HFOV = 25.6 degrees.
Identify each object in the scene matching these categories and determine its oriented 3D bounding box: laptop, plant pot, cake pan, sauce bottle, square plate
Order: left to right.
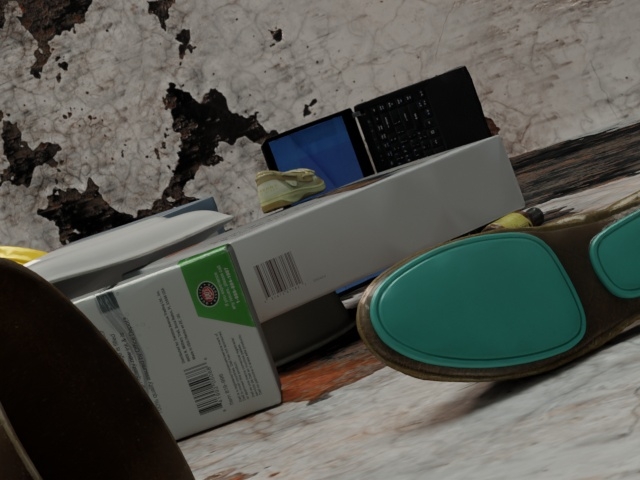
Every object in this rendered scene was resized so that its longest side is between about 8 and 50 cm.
[{"bbox_3d":[-0.203,0.160,0.720,0.230,0.215,0.215,-33,3,7],"label":"plant pot"},{"bbox_3d":[-0.321,0.066,1.700,0.344,0.049,0.347,-33,-7,39],"label":"square plate"},{"bbox_3d":[-0.100,0.115,1.606,0.293,0.054,0.293,-20,4,2],"label":"cake pan"},{"bbox_3d":[0.096,-0.072,1.851,0.264,0.234,0.136,-18,6,22],"label":"laptop"},{"bbox_3d":[0.242,-0.015,1.750,0.042,0.042,0.128,-16,6,38],"label":"sauce bottle"}]

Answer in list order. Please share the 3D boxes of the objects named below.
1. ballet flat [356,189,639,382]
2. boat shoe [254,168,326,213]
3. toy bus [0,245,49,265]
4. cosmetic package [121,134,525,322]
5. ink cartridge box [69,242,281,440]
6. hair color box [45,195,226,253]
[{"bbox_3d":[0.180,0.037,1.069,0.342,0.116,0.124,-21,-16,-17],"label":"ballet flat"},{"bbox_3d":[-0.037,-0.068,1.670,0.056,0.048,0.153,-20,3,24],"label":"boat shoe"},{"bbox_3d":[-0.430,0.151,1.959,0.149,0.220,0.211,8,36,-1],"label":"toy bus"},{"bbox_3d":[0.000,0.000,1.608,0.377,0.097,0.284,-23,2,-31],"label":"cosmetic package"},{"bbox_3d":[-0.156,0.108,1.296,0.208,0.153,0.087,-19,4,0],"label":"ink cartridge box"},{"bbox_3d":[-0.264,0.069,2.021,0.113,0.185,0.374,-24,6,-39],"label":"hair color box"}]
